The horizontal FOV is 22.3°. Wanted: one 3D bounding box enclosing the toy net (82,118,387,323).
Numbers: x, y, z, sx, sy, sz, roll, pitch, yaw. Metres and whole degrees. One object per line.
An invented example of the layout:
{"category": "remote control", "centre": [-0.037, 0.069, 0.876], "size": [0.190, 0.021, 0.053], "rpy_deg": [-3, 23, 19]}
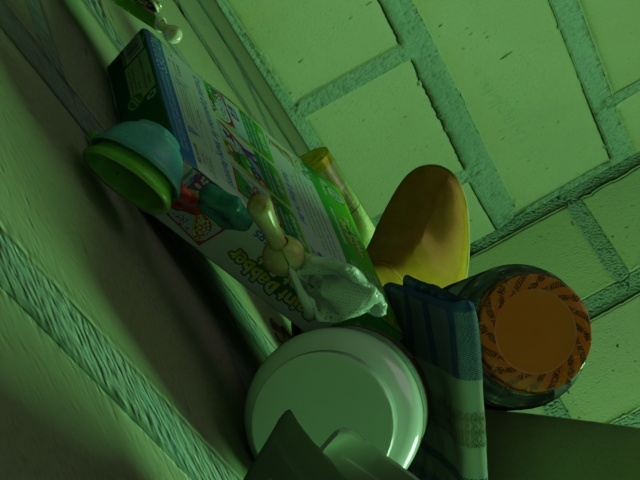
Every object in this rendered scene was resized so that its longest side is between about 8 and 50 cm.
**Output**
{"category": "toy net", "centre": [-0.061, -0.001, 1.097], "size": [0.232, 0.045, 0.122], "rpy_deg": [37, -20, -12]}

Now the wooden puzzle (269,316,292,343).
{"category": "wooden puzzle", "centre": [-0.025, 0.106, 1.534], "size": [0.049, 0.006, 0.083], "rpy_deg": [64, 5, 32]}

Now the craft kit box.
{"category": "craft kit box", "centre": [-0.057, -0.036, 1.315], "size": [0.246, 0.061, 0.250], "rpy_deg": [36, 16, -27]}

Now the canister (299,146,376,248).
{"category": "canister", "centre": [0.000, 0.000, 1.738], "size": [0.170, 0.126, 0.073], "rpy_deg": [58, 5, -16]}

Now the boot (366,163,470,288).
{"category": "boot", "centre": [0.069, 0.041, 1.593], "size": [0.211, 0.104, 0.295], "rpy_deg": [44, 59, -70]}

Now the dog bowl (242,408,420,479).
{"category": "dog bowl", "centre": [0.085, 0.222, 0.757], "size": [0.349, 0.102, 0.349], "rpy_deg": [39, 0, 0]}

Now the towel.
{"category": "towel", "centre": [0.089, 0.176, 1.263], "size": [0.209, 0.034, 0.285], "rpy_deg": [-159, -115, -77]}

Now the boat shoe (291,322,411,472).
{"category": "boat shoe", "centre": [0.007, 0.133, 1.318], "size": [0.080, 0.073, 0.223], "rpy_deg": [27, 29, -37]}

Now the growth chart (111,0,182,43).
{"category": "growth chart", "centre": [-0.213, -0.270, 1.325], "size": [0.172, 0.021, 0.237], "rpy_deg": [33, -16, 41]}

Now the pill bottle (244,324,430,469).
{"category": "pill bottle", "centre": [0.012, 0.119, 1.118], "size": [0.121, 0.121, 0.216], "rpy_deg": [61, 5, 5]}

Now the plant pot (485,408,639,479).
{"category": "plant pot", "centre": [0.204, 0.291, 1.336], "size": [0.256, 0.256, 0.274], "rpy_deg": [45, 52, -75]}

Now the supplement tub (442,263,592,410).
{"category": "supplement tub", "centre": [0.147, 0.082, 1.322], "size": [0.117, 0.117, 0.190], "rpy_deg": [61, -12, 1]}
